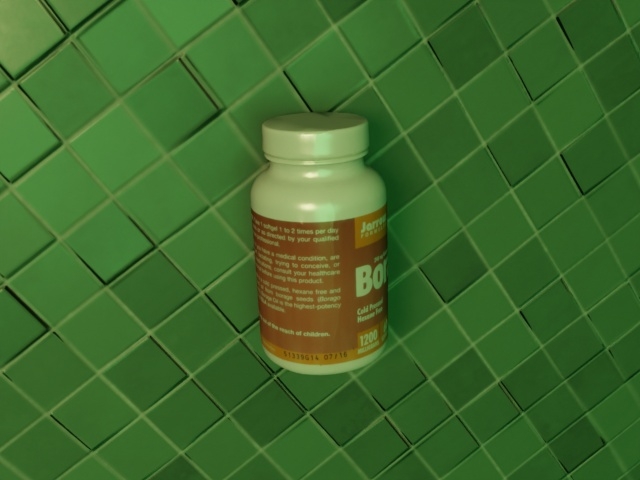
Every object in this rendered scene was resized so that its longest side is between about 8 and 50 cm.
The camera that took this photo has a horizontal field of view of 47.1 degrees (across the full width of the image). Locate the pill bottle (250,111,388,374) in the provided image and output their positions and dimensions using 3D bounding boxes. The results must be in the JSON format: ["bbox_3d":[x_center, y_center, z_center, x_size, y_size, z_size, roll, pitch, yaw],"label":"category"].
[{"bbox_3d":[0.000,0.000,0.657,0.121,0.121,0.216,-8,111,-14],"label":"pill bottle"}]
